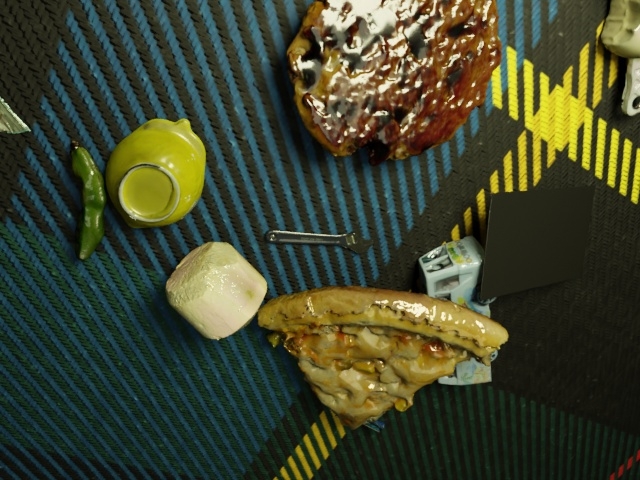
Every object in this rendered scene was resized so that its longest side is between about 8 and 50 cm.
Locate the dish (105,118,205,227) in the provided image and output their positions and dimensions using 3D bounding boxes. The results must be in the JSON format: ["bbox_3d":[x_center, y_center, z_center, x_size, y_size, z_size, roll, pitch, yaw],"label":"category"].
[{"bbox_3d":[-0.257,-0.089,0.655,0.148,0.080,0.208,24,111,-23],"label":"dish"}]

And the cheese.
[{"bbox_3d":[0.530,-0.344,0.686,0.163,0.082,0.287,-16,120,-3],"label":"cheese"}]

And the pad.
[{"bbox_3d":[0.423,-0.001,0.816,0.299,0.005,0.202,-7,107,-26],"label":"pad"}]

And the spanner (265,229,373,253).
[{"bbox_3d":[0.000,0.000,0.793,0.208,0.012,0.046,3,117,-13],"label":"spanner"}]

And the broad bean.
[{"bbox_3d":[-0.362,-0.053,0.663,0.046,0.061,0.196,-20,125,-48],"label":"broad bean"}]

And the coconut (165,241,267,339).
[{"bbox_3d":[-0.174,0.092,0.734,0.147,0.147,0.153,-35,116,7],"label":"coconut"}]

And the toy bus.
[{"bbox_3d":[0.288,0.157,0.888,0.135,0.109,0.330,-10,119,6],"label":"toy bus"}]

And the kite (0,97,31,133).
[{"bbox_3d":[-0.580,-0.200,0.569,0.335,0.011,0.315,9,116,-15],"label":"kite"}]

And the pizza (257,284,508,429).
[{"bbox_3d":[0.067,0.207,0.819,0.391,0.080,0.435,33,121,-12],"label":"pizza"}]

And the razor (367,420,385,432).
[{"bbox_3d":[0.177,0.319,0.951,0.093,0.056,0.324,27,124,-6],"label":"razor"}]

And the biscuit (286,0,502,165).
[{"bbox_3d":[0.113,-0.267,0.640,0.333,0.081,0.290,-29,119,-1],"label":"biscuit"}]
